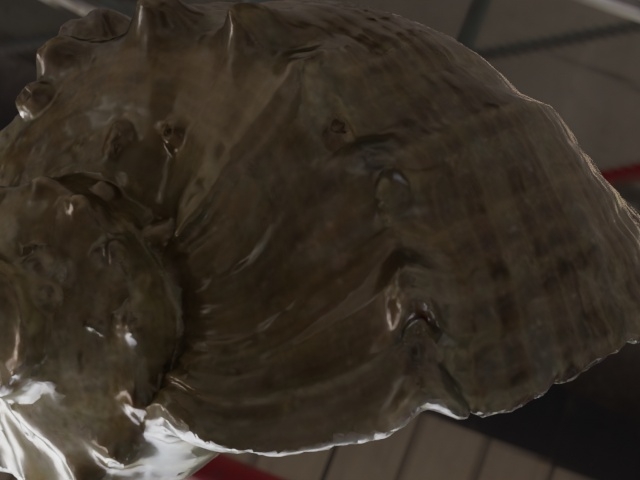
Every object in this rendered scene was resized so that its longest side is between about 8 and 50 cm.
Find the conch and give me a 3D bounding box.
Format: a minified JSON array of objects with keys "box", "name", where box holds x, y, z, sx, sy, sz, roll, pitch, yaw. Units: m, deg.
[{"box":[-0.005,-0.016,0.789,0.297,0.352,0.210,13,125,48],"name":"conch"}]
